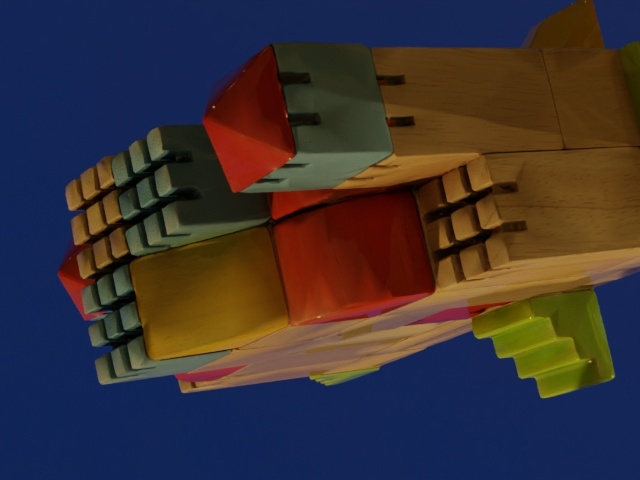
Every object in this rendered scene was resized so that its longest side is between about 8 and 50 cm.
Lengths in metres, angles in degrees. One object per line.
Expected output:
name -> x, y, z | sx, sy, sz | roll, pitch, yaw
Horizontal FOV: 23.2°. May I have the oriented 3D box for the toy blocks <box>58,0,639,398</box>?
toy blocks -> 0.000, 0.000, 0.770 | 0.261, 0.381, 0.190 | -5, -103, -35
